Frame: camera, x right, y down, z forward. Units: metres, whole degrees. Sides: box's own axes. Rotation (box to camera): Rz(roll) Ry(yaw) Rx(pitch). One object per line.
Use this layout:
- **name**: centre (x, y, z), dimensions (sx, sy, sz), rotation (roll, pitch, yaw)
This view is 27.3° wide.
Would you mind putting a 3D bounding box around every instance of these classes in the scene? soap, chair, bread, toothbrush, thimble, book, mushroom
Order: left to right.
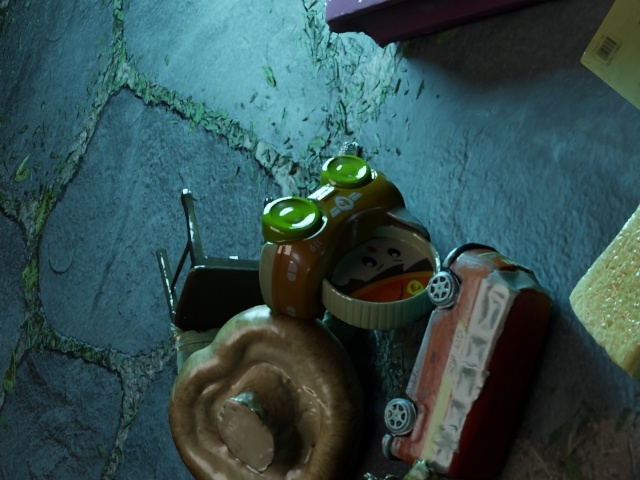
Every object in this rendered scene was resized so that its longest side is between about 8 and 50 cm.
- **chair**: centre (-0.129, 0.104, 1.839), dimensions (0.186, 0.160, 0.319), rotation (121, 145, -43)
- **mushroom**: centre (-0.071, 0.221, 1.707), dimensions (0.278, 0.146, 0.278), rotation (3, 99, 20)
- **toothbrush**: centre (0.000, 0.000, 1.829), dimensions (0.021, 0.024, 0.288), rotation (25, 100, 51)
- **thimble**: centre (0.001, 0.105, 1.762), dimensions (0.110, 0.062, 0.084), rotation (-46, 47, 35)
- **soap**: centre (0.167, -0.393, 1.651), dimensions (0.359, 0.128, 0.233), rotation (-7, 75, 53)
- **bread**: centre (0.344, 0.037, 1.329), dimensions (0.188, 0.068, 0.125), rotation (-58, 41, 25)
- **book**: centre (0.376, -0.220, 1.412), dimensions (0.168, 0.013, 0.192), rotation (-60, 40, 21)

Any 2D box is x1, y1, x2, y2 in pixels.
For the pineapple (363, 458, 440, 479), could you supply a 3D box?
- **pineapple**: centre (-0.015, 0.333, 1.468), dimensions (0.209, 0.344, 0.286), rotation (27, 93, 14)

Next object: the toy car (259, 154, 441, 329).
- **toy car**: centre (0.054, 0.024, 1.630), dimensions (0.235, 0.235, 0.145), rotation (-120, 23, -43)

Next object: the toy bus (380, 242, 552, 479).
- **toy bus**: centre (0.173, 0.142, 1.489), dimensions (0.120, 0.121, 0.265), rotation (23, 97, 45)
